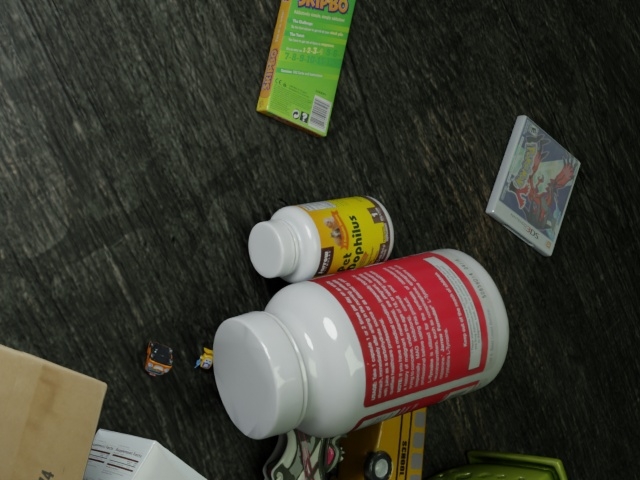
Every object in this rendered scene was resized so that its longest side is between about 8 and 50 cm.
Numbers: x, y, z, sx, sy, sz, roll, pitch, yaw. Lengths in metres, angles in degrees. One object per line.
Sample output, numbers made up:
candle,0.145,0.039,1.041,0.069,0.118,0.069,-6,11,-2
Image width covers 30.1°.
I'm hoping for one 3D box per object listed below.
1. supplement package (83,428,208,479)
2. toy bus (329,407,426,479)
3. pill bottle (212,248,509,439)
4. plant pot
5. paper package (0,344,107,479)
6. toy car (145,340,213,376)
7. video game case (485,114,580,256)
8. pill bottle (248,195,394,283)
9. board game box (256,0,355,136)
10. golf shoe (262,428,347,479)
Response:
supplement package,-0.243,0.390,1.568,0.194,0.149,0.203,45,63,-31
toy bus,0.082,0.416,1.871,0.130,0.108,0.333,9,84,-41
pill bottle,0.059,0.156,1.745,0.407,0.229,0.229,-12,98,-34
plant pot,0.309,0.480,1.991,0.207,0.227,0.228,-31,109,-42
paper package,-0.439,0.281,1.363,0.309,0.168,0.325,27,62,-37
toy car,-0.196,0.177,1.673,0.122,0.060,0.041,14,112,-32
video game case,0.395,-0.099,2.189,0.183,0.023,0.201,33,69,-35
pill bottle,0.000,0.000,1.796,0.215,0.117,0.117,-10,96,-39
board game box,-0.017,-0.302,1.836,0.124,0.039,0.260,20,80,-39
golf shoe,-0.035,0.381,1.793,0.120,0.105,0.273,8,78,-24
